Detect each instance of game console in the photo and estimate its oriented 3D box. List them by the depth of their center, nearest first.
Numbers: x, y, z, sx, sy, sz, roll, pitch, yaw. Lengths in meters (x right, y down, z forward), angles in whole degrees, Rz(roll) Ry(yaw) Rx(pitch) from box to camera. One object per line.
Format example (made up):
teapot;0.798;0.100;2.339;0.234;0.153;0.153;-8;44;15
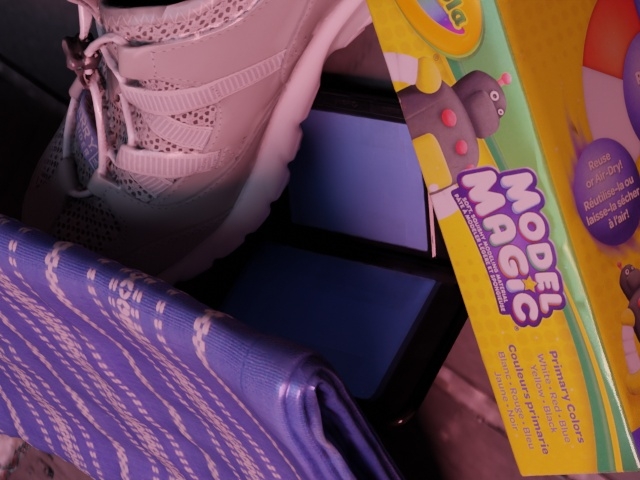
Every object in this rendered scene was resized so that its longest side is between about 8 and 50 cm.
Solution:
game console;0.000;0.000;0.761;0.122;0.071;0.107;12;118;36

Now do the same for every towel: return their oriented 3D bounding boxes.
towel;-0.096;0.064;0.816;0.336;0.040;0.243;20;156;33

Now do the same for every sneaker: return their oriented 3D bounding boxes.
sneaker;-0.056;-0.082;0.723;0.281;0.115;0.105;-53;49;37

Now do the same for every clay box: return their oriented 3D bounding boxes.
clay box;0.083;-0.052;0.625;0.053;0.127;0.222;-7;106;42
